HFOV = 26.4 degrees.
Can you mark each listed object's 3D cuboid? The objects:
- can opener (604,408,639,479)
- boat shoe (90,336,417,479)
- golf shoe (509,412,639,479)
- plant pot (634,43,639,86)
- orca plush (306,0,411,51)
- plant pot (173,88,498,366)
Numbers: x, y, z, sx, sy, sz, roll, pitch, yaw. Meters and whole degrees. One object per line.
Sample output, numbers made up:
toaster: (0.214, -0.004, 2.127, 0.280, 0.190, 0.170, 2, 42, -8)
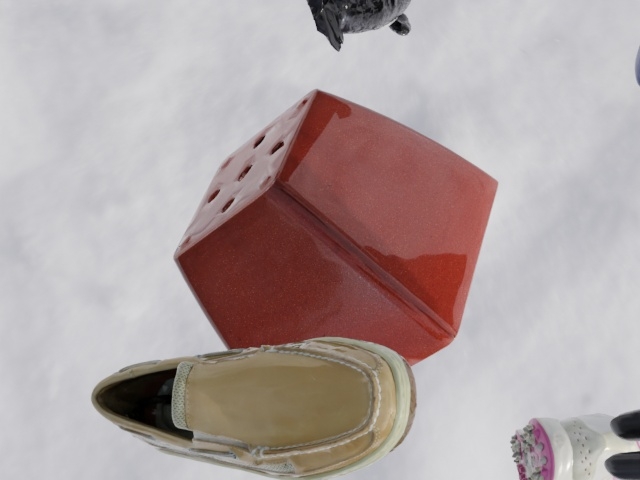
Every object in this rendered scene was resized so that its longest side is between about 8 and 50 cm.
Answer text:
can opener: (0.234, 0.103, 0.708, 0.186, 0.059, 0.073, -14, 128, 31)
boat shoe: (-0.041, 0.080, 0.656, 0.190, 0.072, 0.068, -14, 67, 44)
golf shoe: (0.310, 0.271, 1.667, 0.140, 0.306, 0.115, -11, 79, -1)
plant pot: (0.468, -0.215, 1.371, 0.236, 0.212, 0.236, 2, 110, -41)
orca plush: (0.054, -0.293, 1.413, 0.102, 0.287, 0.151, -42, 85, 26)
plant pot: (0.000, 0.000, 1.494, 0.235, 0.267, 0.267, 40, 132, -18)
